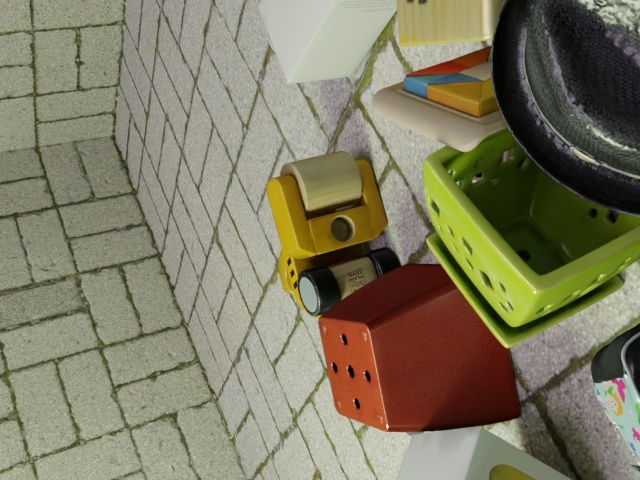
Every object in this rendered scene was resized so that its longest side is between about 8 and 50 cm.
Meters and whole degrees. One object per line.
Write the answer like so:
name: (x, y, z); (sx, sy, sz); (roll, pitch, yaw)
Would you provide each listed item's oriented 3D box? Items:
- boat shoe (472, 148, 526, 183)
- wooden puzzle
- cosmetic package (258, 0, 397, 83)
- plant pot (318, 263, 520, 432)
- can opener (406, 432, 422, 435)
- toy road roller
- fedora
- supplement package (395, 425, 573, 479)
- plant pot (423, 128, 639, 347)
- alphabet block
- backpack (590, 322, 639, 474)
boat shoe: (0.251, -0.097, 1.089); (0.109, 0.098, 0.302); (55, 146, 36)
wooden puzzle: (0.216, -0.206, 0.957); (0.221, 0.238, 0.044); (37, 150, 51)
cosmetic package: (0.031, -0.460, 1.286); (0.365, 0.155, 0.197); (-45, 61, 60)
plant pot: (0.149, 0.195, 1.274); (0.267, 0.235, 0.267); (-3, 99, 64)
can opener: (0.129, 0.264, 1.495); (0.076, 0.095, 0.283); (111, 144, -50)
toy road roller: (0.000, 0.000, 1.506); (0.240, 0.202, 0.329); (-13, 93, 64)
fedora: (0.317, -0.175, 0.723); (0.334, 0.152, 0.334); (5, 101, 26)
supplement package: (0.255, 0.428, 1.079); (0.262, 0.199, 0.198); (32, 153, -11)
plant pot: (0.273, -0.011, 0.939); (0.227, 0.228, 0.207); (56, 163, 30)
alphabet block: (0.218, -0.358, 0.933); (0.193, 0.192, 0.197); (22, 122, 61)
backpack: (0.426, 0.184, 0.750); (0.253, 0.225, 0.191); (60, 172, 20)
